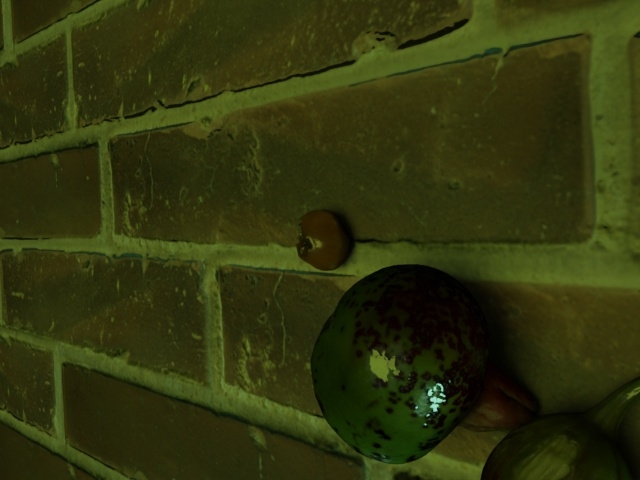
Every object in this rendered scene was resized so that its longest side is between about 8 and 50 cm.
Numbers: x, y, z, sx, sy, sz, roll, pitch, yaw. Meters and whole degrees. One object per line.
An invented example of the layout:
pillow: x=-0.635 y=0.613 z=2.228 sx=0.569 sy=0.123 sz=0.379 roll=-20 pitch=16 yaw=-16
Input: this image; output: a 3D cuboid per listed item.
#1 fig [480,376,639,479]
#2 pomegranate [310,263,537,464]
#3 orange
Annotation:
fig: x=0.256 y=0.193 z=0.552 sx=0.149 sy=0.149 sz=0.245 roll=39 pitch=96 yaw=34
pomegranate: x=0.117 y=0.141 z=0.637 sx=0.248 sy=0.214 sz=0.214 roll=25 pitch=114 yaw=4
orange: x=0.000 y=0.000 z=0.804 sx=0.086 sy=0.062 sz=0.086 roll=4 pitch=96 yaw=40
